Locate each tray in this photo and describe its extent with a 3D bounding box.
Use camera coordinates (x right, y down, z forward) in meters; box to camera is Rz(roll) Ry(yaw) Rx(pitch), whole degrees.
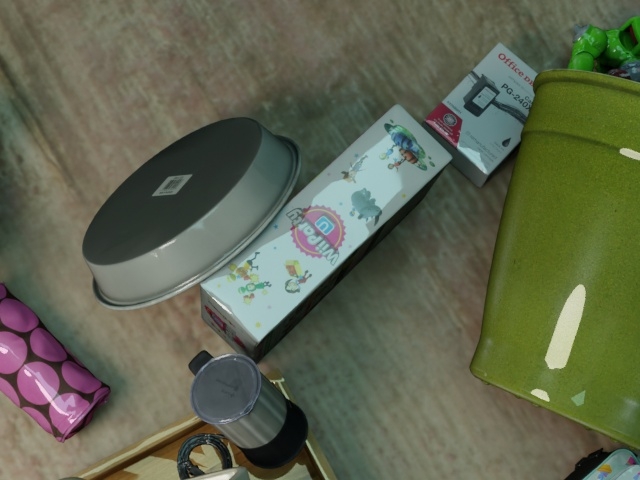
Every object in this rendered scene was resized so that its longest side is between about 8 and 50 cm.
[{"bbox_3d":[-0.184,0.335,1.512,0.411,0.076,0.202,-27,78,-10],"label":"tray"}]

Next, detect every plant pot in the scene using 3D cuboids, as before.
[{"bbox_3d":[0.347,0.043,1.498,0.367,0.366,0.352,23,87,3],"label":"plant pot"}]

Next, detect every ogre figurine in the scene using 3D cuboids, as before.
[{"bbox_3d":[0.391,-0.215,1.670,0.197,0.097,0.118,-3,76,-5],"label":"ogre figurine"}]

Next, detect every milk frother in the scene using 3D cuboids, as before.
[{"bbox_3d":[-0.108,0.207,1.441,0.129,0.134,0.143,19,70,34],"label":"milk frother"}]

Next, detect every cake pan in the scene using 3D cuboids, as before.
[{"bbox_3d":[-0.157,-0.041,1.508,0.293,0.293,0.054,-42,117,-12],"label":"cake pan"}]

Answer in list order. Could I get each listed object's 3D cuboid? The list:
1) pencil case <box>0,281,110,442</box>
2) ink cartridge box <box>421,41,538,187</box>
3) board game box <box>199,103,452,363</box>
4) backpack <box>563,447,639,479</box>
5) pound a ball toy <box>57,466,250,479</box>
[{"bbox_3d":[-0.341,0.139,1.548,0.209,0.098,0.095,45,117,7],"label":"pencil case"},{"bbox_3d":[0.215,-0.160,1.664,0.109,0.063,0.150,42,77,7],"label":"ink cartridge box"},{"bbox_3d":[0.000,0.000,1.529,0.097,0.224,0.303,44,77,5],"label":"board game box"},{"bbox_3d":[0.349,0.351,1.503,0.166,0.144,0.188,-37,90,-13],"label":"backpack"},{"bbox_3d":[-0.146,0.378,1.408,0.208,0.136,0.319,-17,92,15],"label":"pound a ball toy"}]
